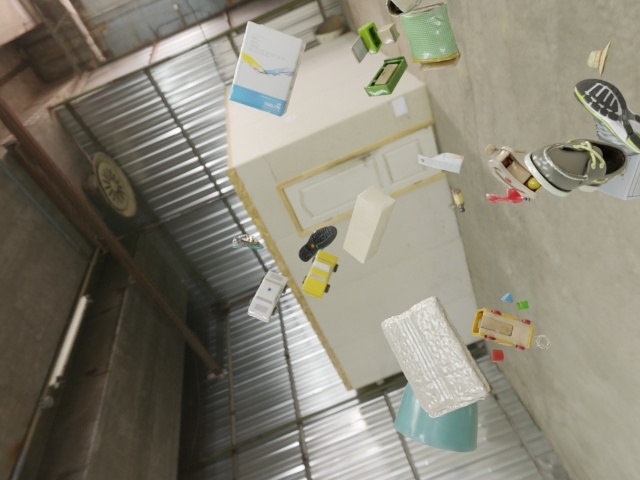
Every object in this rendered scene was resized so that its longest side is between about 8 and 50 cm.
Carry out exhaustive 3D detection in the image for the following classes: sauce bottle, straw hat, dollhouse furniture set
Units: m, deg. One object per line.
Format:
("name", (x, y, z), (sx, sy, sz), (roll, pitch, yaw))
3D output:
("sauce bottle", (0.651, -0.185, 2.155), (0.128, 0.042, 0.042), (61, -175, -37))
("straw hat", (1.077, -0.704, 1.788), (0.061, 0.144, 0.144), (18, 152, 30))
("dollhouse furniture set", (0.261, -0.591, 1.448), (0.302, 0.151, 0.197), (10, 149, 44))

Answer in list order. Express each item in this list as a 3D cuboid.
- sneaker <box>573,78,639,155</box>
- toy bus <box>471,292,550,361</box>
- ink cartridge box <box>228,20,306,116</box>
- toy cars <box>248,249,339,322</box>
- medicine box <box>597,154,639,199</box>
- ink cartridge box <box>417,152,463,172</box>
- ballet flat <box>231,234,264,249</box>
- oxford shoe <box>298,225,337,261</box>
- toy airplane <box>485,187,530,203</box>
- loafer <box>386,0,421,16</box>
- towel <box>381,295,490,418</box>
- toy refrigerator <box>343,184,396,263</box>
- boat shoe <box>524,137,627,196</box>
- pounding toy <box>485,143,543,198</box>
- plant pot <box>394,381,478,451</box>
("sneaker", (0.887, -0.369, 1.420), (0.300, 0.111, 0.121), (51, 172, 7))
("toy bus", (0.597, 0.291, 1.492), (0.202, 0.191, 0.104), (63, 175, 10))
("ink cartridge box", (-0.187, -0.615, 1.658), (0.198, 0.197, 0.270), (-84, 12, -69))
("toy cars", (-0.090, 0.147, 1.649), (0.176, 0.394, 0.087), (59, 159, 26))
("medicine box", (1.210, -0.308, 1.718), (0.149, 0.289, 0.263), (-133, 41, -56))
("ink cartridge box", (0.501, -0.335, 1.920), (0.145, 0.179, 0.045), (23, -94, -75))
("ballet flat", (-0.198, 0.004, 1.278), (0.114, 0.041, 0.041), (6, -124, -53))
("oxford shoe", (0.000, 0.000, 1.947), (0.082, 0.227, 0.096), (55, -142, 4))
("toy airplane", (0.637, -0.145, 1.572), (0.151, 0.151, 0.028), (59, -136, -78))
("loafer", (0.231, -0.661, 1.210), (0.102, 0.092, 0.268), (44, -174, 0))
("towel", (0.294, 0.302, 1.196), (0.049, 0.187, 0.282), (-2, -119, -55))
("toy refrigerator", (0.168, -0.053, 1.599), (0.102, 0.094, 0.269), (38, 143, 22))
("boat shoe", (0.507, -0.153, 0.902), (0.091, 0.305, 0.109), (-42, 64, 44))
("pounding toy", (0.720, -0.285, 1.677), (0.269, 0.155, 0.154), (43, -176, 19))
("plant pot", (0.435, 0.590, 1.668), (0.293, 0.293, 0.235), (54, -133, -82))
